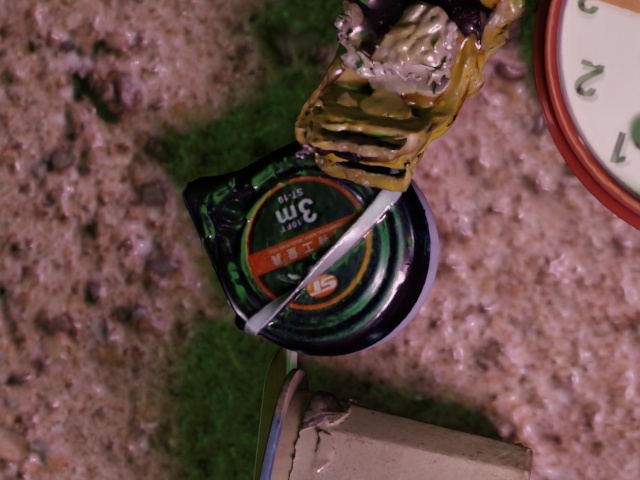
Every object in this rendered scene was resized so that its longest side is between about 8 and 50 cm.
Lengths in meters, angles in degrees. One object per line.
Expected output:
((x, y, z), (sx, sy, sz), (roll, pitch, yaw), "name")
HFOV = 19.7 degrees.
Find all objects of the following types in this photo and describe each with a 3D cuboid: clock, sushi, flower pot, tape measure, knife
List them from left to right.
((-0.040, 0.205, 1.535), (0.046, 0.022, 0.256), (13, 96, 58), "knife")
((0.002, 0.004, 1.476), (0.182, 0.107, 0.181), (-20, 82, 17), "tape measure")
((0.058, 0.214, 1.431), (0.203, 0.212, 0.212), (7, 94, 4), "flower pot")
((0.084, -0.176, 1.417), (0.139, 0.131, 0.291), (16, 67, 16), "sushi")
((0.316, -0.146, 1.379), (0.319, 0.080, 0.318), (1, 95, 15), "clock")
